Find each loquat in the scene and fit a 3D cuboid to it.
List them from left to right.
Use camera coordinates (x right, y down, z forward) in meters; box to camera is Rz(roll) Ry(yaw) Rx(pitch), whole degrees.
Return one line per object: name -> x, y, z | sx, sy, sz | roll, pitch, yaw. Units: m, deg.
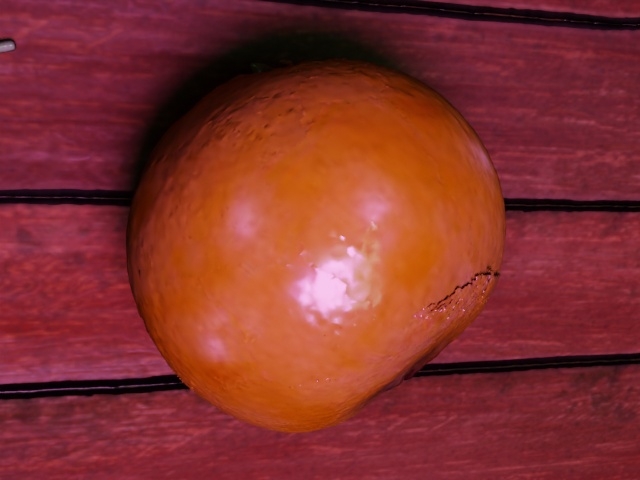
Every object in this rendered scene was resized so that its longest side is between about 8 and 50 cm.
loquat -> 0.000, 0.000, 0.695 | 0.263, 0.263, 0.263 | -9, 117, -18

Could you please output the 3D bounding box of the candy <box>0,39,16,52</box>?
candy -> -0.297, -0.111, 0.652 | 0.203, 0.061, 0.061 | -15, 119, -23
